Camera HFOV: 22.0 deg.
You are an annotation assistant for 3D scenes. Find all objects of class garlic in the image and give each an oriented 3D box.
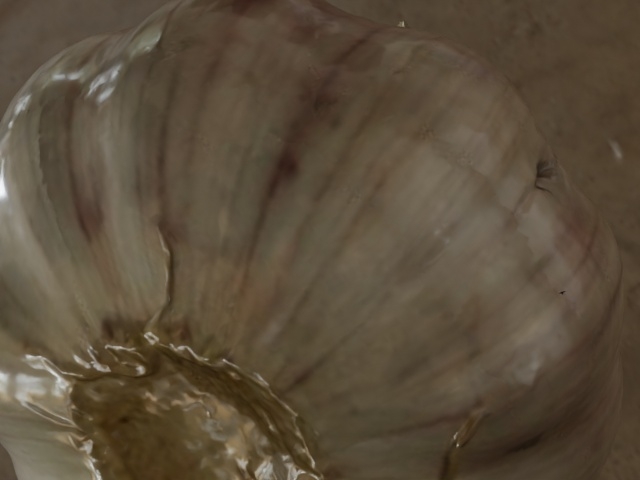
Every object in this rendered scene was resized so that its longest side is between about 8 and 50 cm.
[{"bbox_3d":[0.000,0.000,0.600,0.245,0.245,0.253,-9,31,29],"label":"garlic"}]
